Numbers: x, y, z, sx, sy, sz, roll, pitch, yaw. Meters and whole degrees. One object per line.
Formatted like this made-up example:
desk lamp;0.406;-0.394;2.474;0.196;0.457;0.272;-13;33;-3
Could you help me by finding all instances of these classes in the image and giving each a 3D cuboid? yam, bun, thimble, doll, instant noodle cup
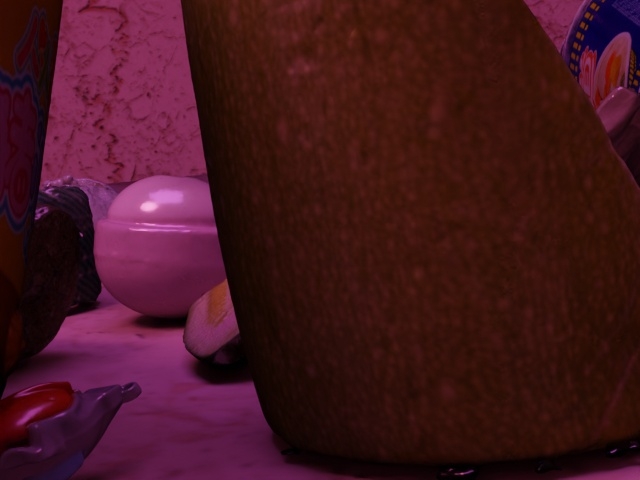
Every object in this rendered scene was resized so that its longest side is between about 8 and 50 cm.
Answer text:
yam;-0.224;0.023;0.703;0.183;0.107;0.107;1;9;27
bun;-0.244;-0.019;1.166;0.141;0.083;0.141;-6;9;1
thimble;-0.230;0.009;0.884;0.135;0.090;0.118;-7;4;1
doll;0.000;0.001;0.775;0.365;0.094;0.160;0;5;29
doll;-0.114;0.077;0.440;0.114;0.039;0.057;-18;-15;-30
instant noodle cup;0.401;-0.161;1.268;0.284;0.284;0.312;-4;15;6

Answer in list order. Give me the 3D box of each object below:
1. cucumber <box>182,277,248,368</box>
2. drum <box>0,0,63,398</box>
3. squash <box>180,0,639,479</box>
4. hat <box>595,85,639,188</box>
cucumber;-0.040;0.045;0.653;0.067;0.035;0.107;-36;15;9
drum;-0.302;-0.065;0.432;0.431;0.214;0.431;3;-16;1
squash;0.046;-0.053;0.483;0.189;0.260;0.189;-7;5;1
hat;0.216;-0.025;0.972;0.245;0.149;0.214;30;-19;-20
